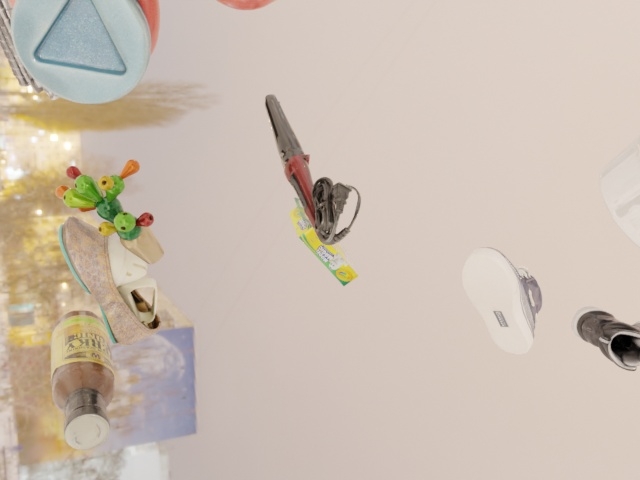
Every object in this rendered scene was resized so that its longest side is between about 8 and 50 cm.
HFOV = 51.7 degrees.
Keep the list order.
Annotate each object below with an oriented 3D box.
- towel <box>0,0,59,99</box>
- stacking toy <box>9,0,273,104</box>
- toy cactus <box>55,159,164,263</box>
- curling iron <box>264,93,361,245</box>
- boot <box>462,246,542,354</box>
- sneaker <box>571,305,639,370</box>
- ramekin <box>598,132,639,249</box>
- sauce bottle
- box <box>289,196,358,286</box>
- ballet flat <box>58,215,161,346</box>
[{"bbox_3d":[-0.456,-0.416,1.137,0.121,0.235,0.283,13,-47,28],"label":"towel"},{"bbox_3d":[-0.191,-0.286,0.607,0.279,0.309,0.130,56,15,-29],"label":"stacking toy"},{"bbox_3d":[-0.300,-0.041,1.005,0.219,0.112,0.180,16,-30,47],"label":"toy cactus"},{"bbox_3d":[-0.019,-0.093,0.758,0.068,0.035,0.274,-54,-142,24],"label":"curling iron"},{"bbox_3d":[0.238,0.057,0.850,0.069,0.086,0.190,4,-42,34],"label":"boot"},{"bbox_3d":[0.698,0.237,1.456,0.153,0.269,0.101,-104,-146,-73],"label":"sneaker"},{"bbox_3d":[0.705,-0.087,1.356,0.135,0.277,0.277,-43,-126,42],"label":"ramekin"},{"bbox_3d":[-0.427,0.244,1.194,0.344,0.111,0.111,-136,-133,-58],"label":"sauce bottle"},{"bbox_3d":[0.000,0.000,1.298,0.179,0.043,0.105,51,8,-31],"label":"box"},{"bbox_3d":[-0.337,0.065,1.116,0.316,0.106,0.107,85,-7,-52],"label":"ballet flat"}]
